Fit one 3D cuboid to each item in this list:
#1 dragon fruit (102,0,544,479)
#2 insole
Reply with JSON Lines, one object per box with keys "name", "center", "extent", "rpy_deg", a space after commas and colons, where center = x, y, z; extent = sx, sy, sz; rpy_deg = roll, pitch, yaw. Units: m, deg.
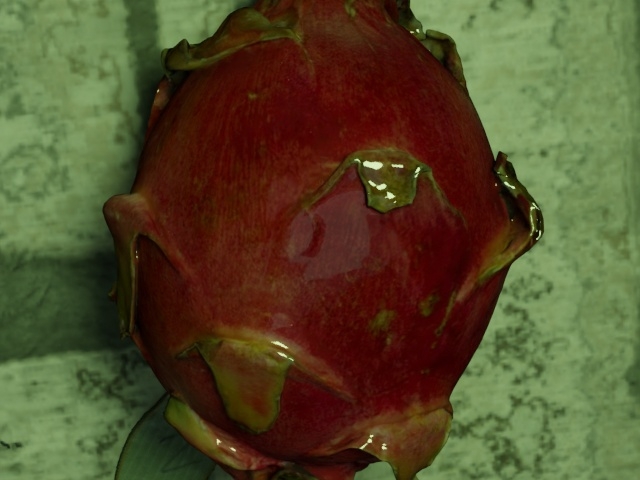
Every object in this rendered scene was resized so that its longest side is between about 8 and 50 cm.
{"name": "dragon fruit", "center": [0.001, -0.004, 0.915], "extent": [0.250, 0.250, 0.315], "rpy_deg": [27, 87, -11]}
{"name": "insole", "center": [-0.086, 0.114, 1.053], "extent": [0.064, 0.004, 0.188], "rpy_deg": [24, 104, -11]}
